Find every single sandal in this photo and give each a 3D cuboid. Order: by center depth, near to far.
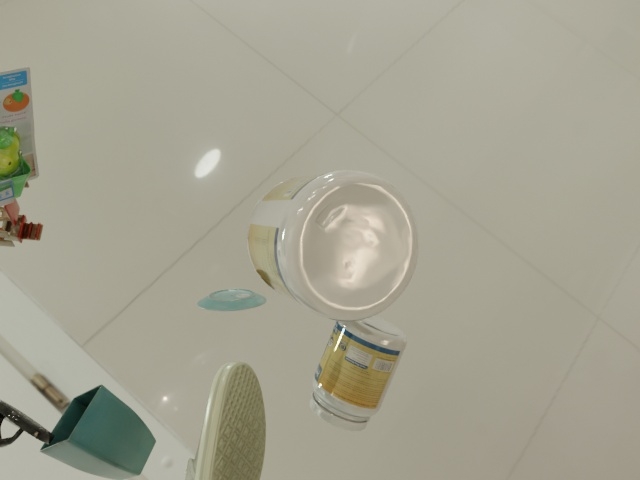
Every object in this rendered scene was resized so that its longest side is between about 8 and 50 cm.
[{"bbox_3d":[-0.858,0.440,1.304,0.167,0.446,0.107,81,-151,-53],"label":"sandal"}]

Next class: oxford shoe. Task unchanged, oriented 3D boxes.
[{"bbox_3d":[-0.184,0.431,0.892,0.169,0.130,0.449,6,-92,-60],"label":"oxford shoe"}]

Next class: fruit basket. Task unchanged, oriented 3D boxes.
[{"bbox_3d":[-0.783,-0.200,1.141,0.327,0.165,0.353,-29,-14,-39],"label":"fruit basket"}]

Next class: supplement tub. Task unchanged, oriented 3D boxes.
[{"bbox_3d":[0.000,0.000,0.900,0.228,0.228,0.316,-49,18,-11],"label":"supplement tub"},{"bbox_3d":[0.070,0.250,1.021,0.144,0.144,0.199,-6,-61,-78],"label":"supplement tub"}]

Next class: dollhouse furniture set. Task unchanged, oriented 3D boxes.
[{"bbox_3d":[-1.114,-0.094,1.906,0.259,0.135,0.262,121,150,-59],"label":"dollhouse furniture set"}]

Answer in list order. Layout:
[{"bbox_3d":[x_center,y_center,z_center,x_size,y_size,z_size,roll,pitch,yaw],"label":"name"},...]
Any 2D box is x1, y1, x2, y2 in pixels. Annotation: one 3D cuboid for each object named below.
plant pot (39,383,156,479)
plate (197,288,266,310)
[{"bbox_3d":[-0.586,0.545,1.425,0.165,0.234,0.166,-29,27,34],"label":"plant pot"},{"bbox_3d":[-0.241,0.157,1.423,0.188,0.188,0.024,-24,-66,-72],"label":"plate"}]
